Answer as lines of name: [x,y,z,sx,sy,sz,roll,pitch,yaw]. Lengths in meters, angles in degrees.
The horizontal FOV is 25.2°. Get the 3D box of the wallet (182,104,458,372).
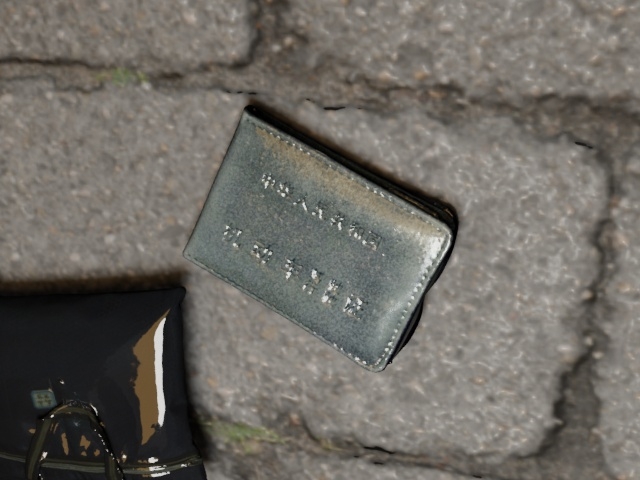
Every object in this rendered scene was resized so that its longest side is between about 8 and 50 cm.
wallet: [-0.001,0.001,1.250,0.222,0.036,0.167,30,117,8]

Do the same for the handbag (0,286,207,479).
handbag: [-0.228,0.147,1.359,0.254,0.089,0.211,-2,103,22]
